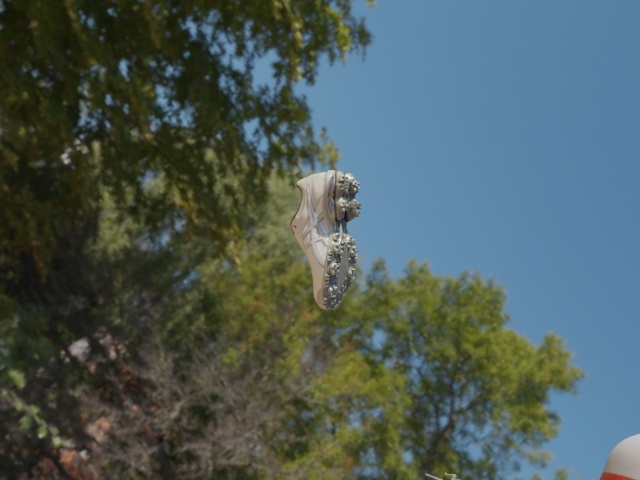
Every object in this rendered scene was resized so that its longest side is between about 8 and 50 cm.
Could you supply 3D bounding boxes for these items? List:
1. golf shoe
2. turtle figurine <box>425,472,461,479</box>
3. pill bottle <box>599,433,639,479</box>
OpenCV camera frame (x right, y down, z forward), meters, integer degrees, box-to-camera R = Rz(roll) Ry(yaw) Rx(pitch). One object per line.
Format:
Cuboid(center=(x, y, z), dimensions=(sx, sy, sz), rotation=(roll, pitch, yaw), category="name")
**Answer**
Cuboid(center=(0.000, 0.000, 1.114), dimensions=(0.086, 0.176, 0.069), rotation=(0, -12, 29), category="golf shoe")
Cuboid(center=(0.198, 0.485, 1.414), dimensions=(0.234, 0.118, 0.175), rotation=(-142, -134, -61), category="turtle figurine")
Cuboid(center=(0.185, 0.272, 0.436), dimensions=(0.182, 0.322, 0.181), rotation=(22, -11, 5), category="pill bottle")
